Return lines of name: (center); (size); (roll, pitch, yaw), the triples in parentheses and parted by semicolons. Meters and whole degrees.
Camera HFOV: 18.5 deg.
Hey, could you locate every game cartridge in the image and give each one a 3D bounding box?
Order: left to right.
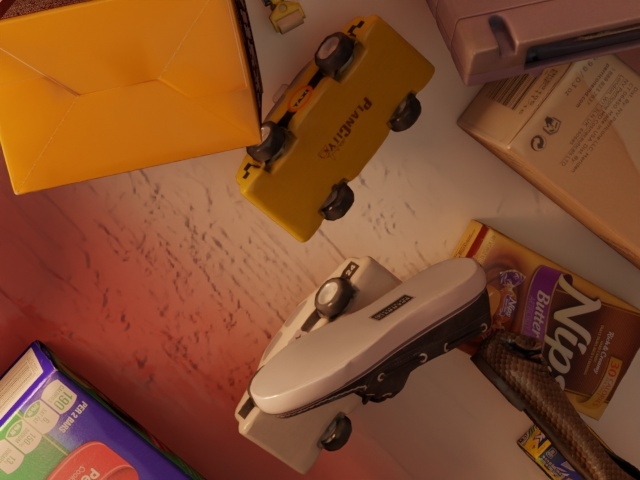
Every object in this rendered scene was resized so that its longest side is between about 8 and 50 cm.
game cartridge: (0.247, -0.256, 1.617); (0.355, 0.230, 0.068); (-13, 143, -12)

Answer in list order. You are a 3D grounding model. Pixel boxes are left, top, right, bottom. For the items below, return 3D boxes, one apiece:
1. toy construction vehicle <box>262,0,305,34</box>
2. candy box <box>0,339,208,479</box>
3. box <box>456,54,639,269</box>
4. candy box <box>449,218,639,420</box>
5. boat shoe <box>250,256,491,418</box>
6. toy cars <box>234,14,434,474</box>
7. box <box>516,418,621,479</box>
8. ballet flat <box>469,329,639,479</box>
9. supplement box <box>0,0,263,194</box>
toy construction vehicle: (-0.064, -0.208, 1.633); (0.086, 0.035, 0.098); (-33, 100, -7)
candy box: (-0.202, 0.288, 1.655); (0.317, 0.122, 0.268); (42, 89, -20)
box: (0.286, -0.048, 1.700); (0.311, 0.148, 0.121); (37, 91, -18)
candy box: (0.192, 0.071, 1.750); (0.187, 0.053, 0.109); (27, 93, -20)
boat shoe: (0.049, 0.097, 1.632); (0.228, 0.080, 0.076); (-32, 116, -24)
toy cars: (0.000, 0.000, 1.668); (0.177, 0.087, 0.393); (-7, 108, -25)
box: (0.259, 0.226, 1.799); (0.059, 0.054, 0.169); (-45, 108, -2)
ballet flat: (0.231, 0.168, 1.712); (0.058, 0.084, 0.250); (-45, 101, -1)
supplement box: (-0.148, -0.137, 1.521); (0.191, 0.194, 0.129); (-12, 105, 2)
